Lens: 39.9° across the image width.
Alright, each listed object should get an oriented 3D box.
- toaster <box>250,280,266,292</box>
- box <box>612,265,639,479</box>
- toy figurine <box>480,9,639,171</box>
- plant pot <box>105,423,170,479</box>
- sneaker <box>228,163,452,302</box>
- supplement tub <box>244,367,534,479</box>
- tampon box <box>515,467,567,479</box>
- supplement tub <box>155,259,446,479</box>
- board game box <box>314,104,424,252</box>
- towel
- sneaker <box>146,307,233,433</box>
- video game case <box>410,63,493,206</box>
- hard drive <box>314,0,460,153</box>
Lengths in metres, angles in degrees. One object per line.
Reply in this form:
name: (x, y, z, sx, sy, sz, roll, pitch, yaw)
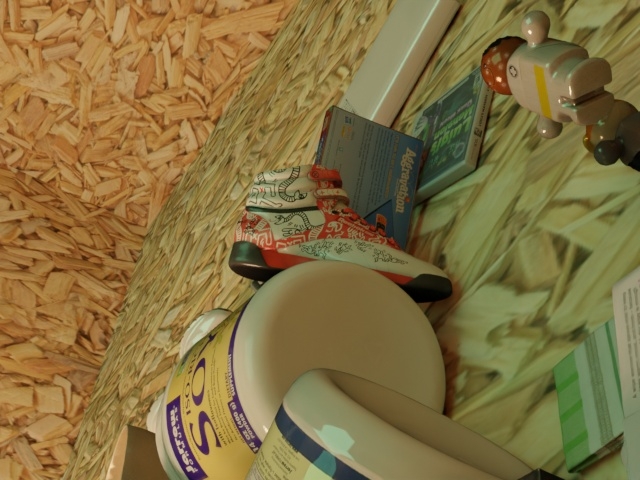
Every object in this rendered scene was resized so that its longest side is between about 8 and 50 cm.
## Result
toaster: (0.000, 0.000, 1.240, 0.227, 0.129, 0.146, -32, -18, -29)
box: (0.275, 0.087, 0.430, 0.231, 0.127, 0.262, -48, 24, 43)
toy figurine: (0.249, -0.169, 0.715, 0.209, 0.213, 0.148, -66, 29, 12)
plant pot: (-0.216, 0.419, 1.241, 0.284, 0.191, 0.284, -165, 90, -75)
sneaker: (0.031, -0.014, 1.052, 0.090, 0.270, 0.145, 62, -142, -67)
supplement tub: (0.019, 0.292, 0.698, 0.324, 0.235, 0.235, -64, 17, 1)
tampon box: (0.158, 0.228, 0.511, 0.101, 0.161, 0.120, -48, 23, 42)
supplement tub: (-0.040, 0.185, 1.008, 0.331, 0.241, 0.241, -40, 29, 52)
board game box: (0.048, -0.028, 1.157, 0.027, 0.145, 0.281, 146, 140, -63)
towel: (0.241, 0.104, 0.687, 0.152, 0.023, 0.113, -52, 19, 40)
sneaker: (-0.224, 0.273, 1.688, 0.129, 0.111, 0.297, 28, 96, 57)
video game case: (0.169, -0.140, 1.217, 0.190, 0.022, 0.173, -33, 36, 59)
hard drive: (0.107, -0.277, 1.542, 0.353, 0.047, 0.233, -60, 18, 15)
